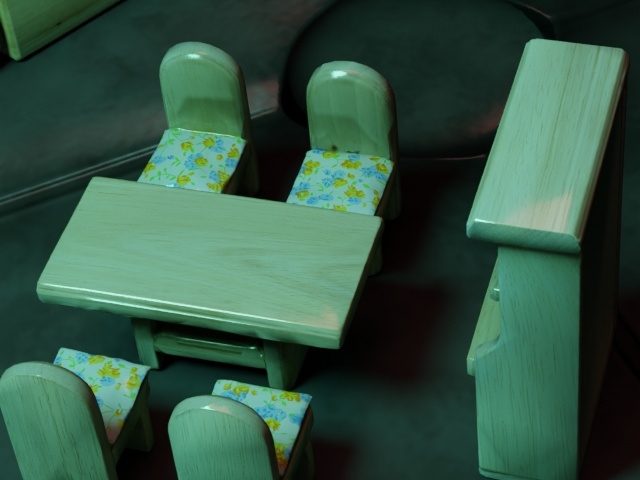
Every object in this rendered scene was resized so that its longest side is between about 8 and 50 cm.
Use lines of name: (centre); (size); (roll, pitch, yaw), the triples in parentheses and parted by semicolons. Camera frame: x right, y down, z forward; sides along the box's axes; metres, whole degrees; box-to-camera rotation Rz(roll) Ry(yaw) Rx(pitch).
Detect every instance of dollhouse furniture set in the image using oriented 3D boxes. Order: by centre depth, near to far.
dollhouse furniture set: (0.000, 0.000, 0.772); (0.242, 0.161, 0.212); (8, 47, 14)

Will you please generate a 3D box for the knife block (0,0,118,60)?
knife block: (-0.160, -0.163, 1.005); (0.275, 0.088, 0.242); (-2, 46, 4)
